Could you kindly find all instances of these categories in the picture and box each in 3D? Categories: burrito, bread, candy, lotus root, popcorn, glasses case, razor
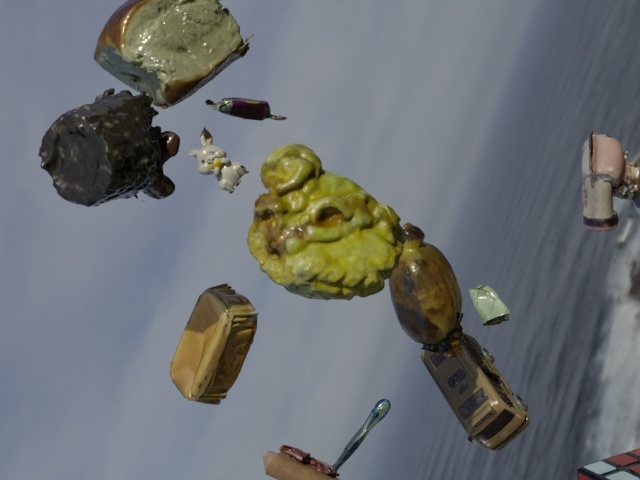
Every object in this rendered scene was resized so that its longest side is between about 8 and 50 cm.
[{"bbox_3d":[0.426,0.160,2.101,0.044,0.074,0.118,56,-170,-54],"label":"burrito"},{"bbox_3d":[-0.224,0.223,1.773,0.107,0.136,0.241,8,-68,-45],"label":"bread"},{"bbox_3d":[-0.150,-0.267,1.679,0.045,0.175,0.043,41,121,53],"label":"candy"},{"bbox_3d":[0.224,0.109,1.799,0.169,0.141,0.314,-38,-68,-63],"label":"lotus root"},{"bbox_3d":[-0.007,-0.009,1.376,0.225,0.286,0.174,-57,8,-27],"label":"popcorn"},{"bbox_3d":[-0.026,0.483,1.764,0.070,0.193,0.102,-59,13,7],"label":"glasses case"},{"bbox_3d":[0.099,0.597,2.433,0.324,0.093,0.056,-51,0,3],"label":"razor"},{"bbox_3d":[-0.319,-0.401,1.703,0.250,0.225,0.279,-42,17,-22],"label":"bread"}]

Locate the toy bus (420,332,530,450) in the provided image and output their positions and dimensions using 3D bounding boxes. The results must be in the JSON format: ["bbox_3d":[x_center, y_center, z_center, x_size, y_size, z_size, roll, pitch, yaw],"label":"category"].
[{"bbox_3d":[0.369,0.356,2.008,0.139,0.157,0.289,-46,43,17],"label":"toy bus"}]

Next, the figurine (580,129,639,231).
[{"bbox_3d":[0.755,-0.134,1.834,0.211,0.361,0.253,70,-154,-75],"label":"figurine"}]

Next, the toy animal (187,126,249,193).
[{"bbox_3d":[-0.209,-0.159,1.682,0.071,0.124,0.085,-49,13,17],"label":"toy animal"}]

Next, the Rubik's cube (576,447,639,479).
[{"bbox_3d":[0.533,0.447,1.345,0.163,0.161,0.162,-167,70,-65],"label":"Rubik's cube"}]

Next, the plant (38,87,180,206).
[{"bbox_3d":[-0.358,-0.159,1.456,0.178,0.204,0.234,-27,1,35],"label":"plant"}]
